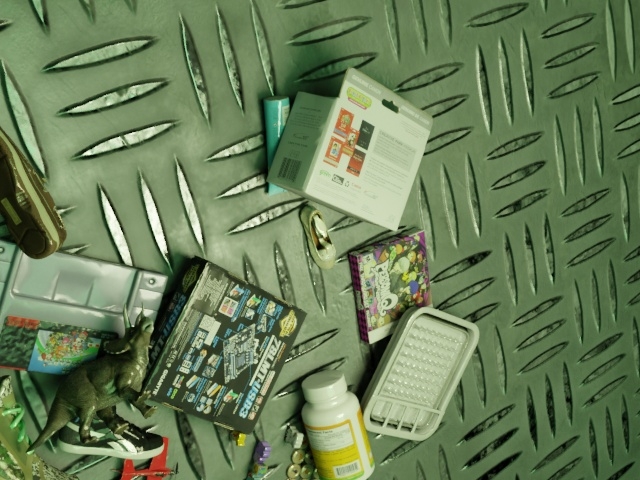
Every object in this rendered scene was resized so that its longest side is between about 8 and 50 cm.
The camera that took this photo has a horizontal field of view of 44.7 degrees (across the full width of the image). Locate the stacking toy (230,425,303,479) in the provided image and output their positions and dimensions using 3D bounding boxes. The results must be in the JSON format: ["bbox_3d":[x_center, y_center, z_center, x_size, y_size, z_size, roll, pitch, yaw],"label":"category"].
[{"bbox_3d":[-0.146,0.519,1.767,0.167,0.052,0.221,14,95,-33],"label":"stacking toy"}]

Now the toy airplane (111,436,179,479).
[{"bbox_3d":[-0.362,0.482,1.623,0.151,0.028,0.151,-7,103,-33],"label":"toy airplane"}]

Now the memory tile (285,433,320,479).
[{"bbox_3d":[-0.028,0.537,1.869,0.113,0.012,0.148,14,93,-35],"label":"memory tile"}]

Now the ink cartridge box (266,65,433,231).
[{"bbox_3d":[0.073,-0.196,1.670,0.309,0.130,0.272,21,88,-45],"label":"ink cartridge box"}]

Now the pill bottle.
[{"bbox_3d":[0.034,0.433,1.803,0.136,0.136,0.246,-21,104,-28],"label":"pill bottle"}]

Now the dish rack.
[{"bbox_3d":[0.237,0.324,1.933,0.285,0.072,0.333,22,95,-40],"label":"dish rack"}]

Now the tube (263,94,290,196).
[{"bbox_3d":[-0.085,-0.199,1.643,0.080,0.052,0.207,-16,114,-28],"label":"tube"}]

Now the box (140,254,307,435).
[{"bbox_3d":[-0.202,0.222,1.603,0.293,0.073,0.296,31,81,-39],"label":"box"}]

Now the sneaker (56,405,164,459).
[{"bbox_3d":[-0.399,0.361,1.539,0.216,0.079,0.121,12,95,-34],"label":"sneaker"}]

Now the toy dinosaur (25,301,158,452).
[{"bbox_3d":[-0.403,0.275,1.432,0.313,0.160,0.121,-39,154,-6],"label":"toy dinosaur"}]

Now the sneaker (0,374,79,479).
[{"bbox_3d":[-0.575,0.337,1.381,0.410,0.158,0.182,42,71,-35],"label":"sneaker"}]

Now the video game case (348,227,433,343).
[{"bbox_3d":[0.175,0.108,1.888,0.210,0.041,0.232,-19,111,-30],"label":"video game case"}]

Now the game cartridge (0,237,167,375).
[{"bbox_3d":[-0.479,0.137,1.450,0.355,0.068,0.230,15,88,-35],"label":"game cartridge"}]

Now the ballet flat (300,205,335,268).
[{"bbox_3d":[0.000,0.000,1.739,0.057,0.052,0.168,-36,118,-22],"label":"ballet flat"}]

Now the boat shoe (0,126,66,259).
[{"bbox_3d":[-0.527,-0.093,1.356,0.095,0.095,0.258,-18,102,18],"label":"boat shoe"}]
